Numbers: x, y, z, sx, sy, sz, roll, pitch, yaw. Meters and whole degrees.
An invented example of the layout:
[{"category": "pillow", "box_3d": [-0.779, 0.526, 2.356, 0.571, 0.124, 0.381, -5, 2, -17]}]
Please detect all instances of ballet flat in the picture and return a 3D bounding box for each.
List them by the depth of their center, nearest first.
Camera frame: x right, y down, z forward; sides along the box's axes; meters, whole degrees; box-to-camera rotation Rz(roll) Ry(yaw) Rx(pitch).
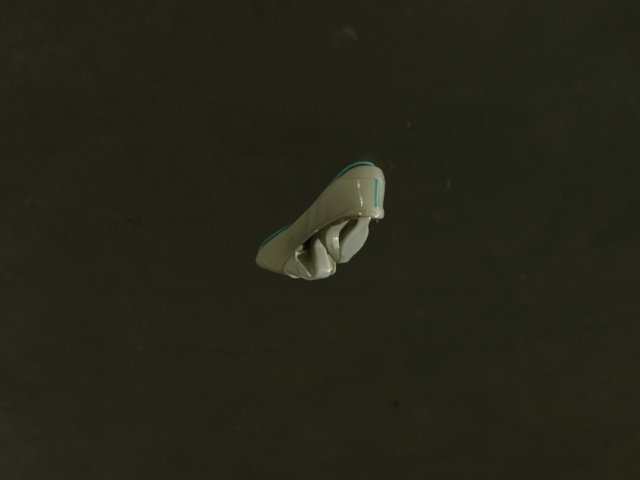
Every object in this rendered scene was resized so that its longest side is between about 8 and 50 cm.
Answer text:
[{"category": "ballet flat", "box_3d": [0.000, 0.000, 1.307, 0.086, 0.086, 0.248, 18, 146, -21]}]
